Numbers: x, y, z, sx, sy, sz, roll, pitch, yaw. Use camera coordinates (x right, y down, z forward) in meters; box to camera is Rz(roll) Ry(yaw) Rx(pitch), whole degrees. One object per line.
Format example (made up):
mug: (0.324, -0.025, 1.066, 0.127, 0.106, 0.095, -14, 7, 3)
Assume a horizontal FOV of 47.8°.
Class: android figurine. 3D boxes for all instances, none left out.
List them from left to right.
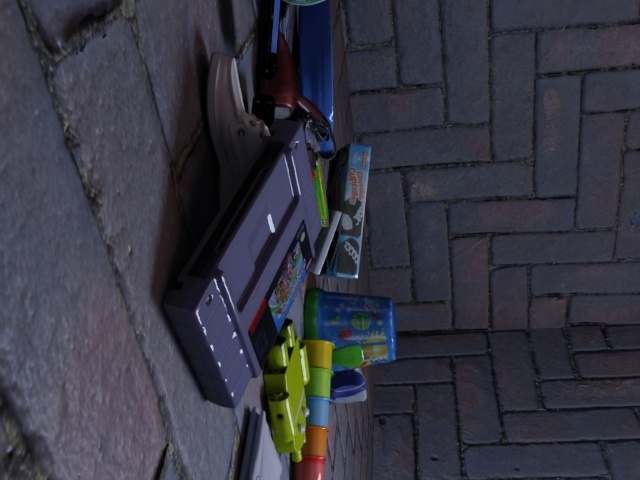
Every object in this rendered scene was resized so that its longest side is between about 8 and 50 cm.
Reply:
android figurine: (-0.062, 0.300, 1.420, 0.248, 0.056, 0.272, -68, 152, -73)

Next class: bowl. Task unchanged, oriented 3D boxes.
bowl: (-0.012, -0.397, 1.783, 0.391, 0.077, 0.390, 178, -90, -89)

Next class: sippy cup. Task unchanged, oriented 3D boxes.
sippy cup: (0.085, 0.237, 1.890, 0.240, 0.224, 0.305, 77, 13, -49)

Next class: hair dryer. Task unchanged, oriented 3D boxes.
hair dryer: (-0.060, -0.285, 1.496, 0.223, 0.080, 0.293, -54, 129, -67)

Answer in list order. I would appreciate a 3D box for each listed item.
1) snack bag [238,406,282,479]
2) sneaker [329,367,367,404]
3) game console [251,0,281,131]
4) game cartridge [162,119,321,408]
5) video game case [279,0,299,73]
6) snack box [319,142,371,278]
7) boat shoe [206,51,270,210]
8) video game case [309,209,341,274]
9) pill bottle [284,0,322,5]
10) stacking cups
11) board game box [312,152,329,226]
snack bag: (-0.090, 0.503, 1.185, 0.323, 0.037, 0.342, -85, 169, -49)
sneaker: (0.056, 0.336, 2.072, 0.315, 0.128, 0.182, -90, 171, -79)
game console: (-0.089, -0.292, 1.221, 0.213, 0.044, 0.361, -108, -158, -77)
game cartridge: (-0.086, 0.029, 1.009, 0.230, 0.068, 0.355, 73, 32, -44)
video game case: (-0.072, -0.444, 1.623, 0.274, 0.026, 0.196, 91, 4, -53)
snack box: (0.056, -0.067, 1.792, 0.187, 0.060, 0.321, 169, -72, -75)
boat shoe: (-0.112, -0.147, 1.097, 0.098, 0.096, 0.276, -73, 159, -70)
video game case: (0.000, 0.000, 1.747, 0.143, 0.019, 0.157, -163, -87, -76)
pill bottle: (-0.056, -0.578, 1.305, 0.361, 0.204, 0.204, 0, 86, -80)
stacking cups: (-0.019, 0.377, 1.575, 0.096, 0.096, 0.316, 71, 19, -63)
board game box: (-0.037, -0.111, 1.639, 0.043, 0.092, 0.181, -86, 169, -50)
